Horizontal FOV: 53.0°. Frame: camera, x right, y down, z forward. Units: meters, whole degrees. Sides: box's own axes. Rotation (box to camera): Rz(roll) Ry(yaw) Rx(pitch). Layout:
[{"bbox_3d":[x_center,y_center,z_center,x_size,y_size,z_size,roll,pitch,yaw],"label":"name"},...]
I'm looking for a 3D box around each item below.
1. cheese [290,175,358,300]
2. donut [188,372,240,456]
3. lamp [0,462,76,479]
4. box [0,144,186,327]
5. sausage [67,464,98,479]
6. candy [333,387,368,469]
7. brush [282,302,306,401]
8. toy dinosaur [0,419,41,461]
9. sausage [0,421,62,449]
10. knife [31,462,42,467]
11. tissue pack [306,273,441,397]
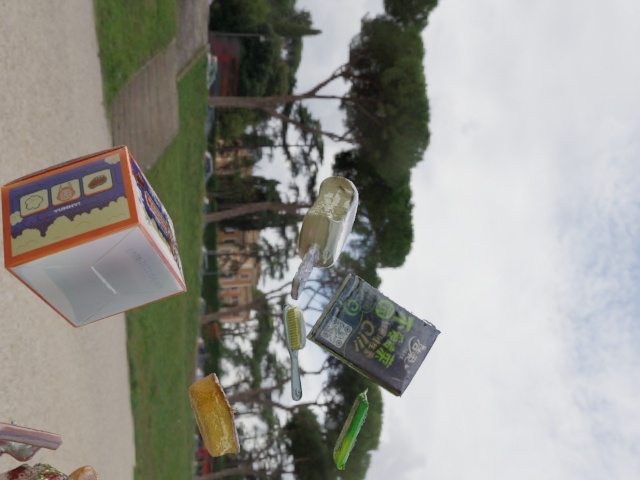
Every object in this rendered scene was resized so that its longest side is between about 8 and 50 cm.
[{"bbox_3d":[0.000,0.000,1.207,0.286,0.082,0.163,-64,166,-49],"label":"cheese"},{"bbox_3d":[-0.316,0.531,1.940,0.253,0.118,0.253,54,-24,38],"label":"donut"},{"bbox_3d":[-0.427,0.419,0.937,0.274,0.177,0.177,-17,-104,55],"label":"lamp"},{"bbox_3d":[-0.550,-0.003,1.591,0.348,0.319,0.256,73,-4,-59],"label":"box"},{"bbox_3d":[-0.576,0.598,1.404,0.238,0.098,0.098,-50,156,-46],"label":"sausage"},{"bbox_3d":[0.072,0.427,1.471,0.102,0.032,0.178,131,-18,-89],"label":"candy"},{"bbox_3d":[-0.065,0.325,1.910,0.068,0.060,0.296,22,57,-57],"label":"brush"},{"bbox_3d":[-0.707,0.463,1.303,0.242,0.167,0.053,-51,164,-23],"label":"toy dinosaur"},{"bbox_3d":[-0.555,0.369,1.210,0.035,0.147,0.030,3,-111,44],"label":"sausage"},{"bbox_3d":[-0.763,0.686,1.644,0.123,0.053,0.278,60,4,-31],"label":"knife"},{"bbox_3d":[0.114,0.201,1.372,0.173,0.235,0.073,-58,-176,-7],"label":"tissue pack"}]
